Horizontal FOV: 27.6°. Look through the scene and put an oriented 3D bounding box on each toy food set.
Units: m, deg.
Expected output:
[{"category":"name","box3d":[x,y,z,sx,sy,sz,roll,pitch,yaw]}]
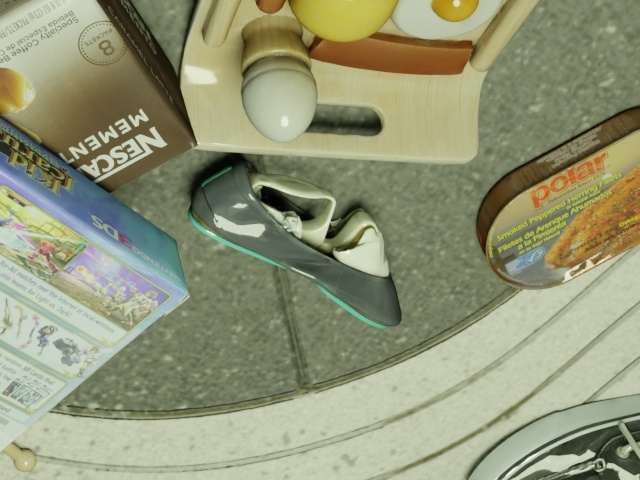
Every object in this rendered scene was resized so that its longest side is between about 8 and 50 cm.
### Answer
[{"category":"toy food set","box3d":[0.050,-0.137,0.776,0.219,0.092,0.306,2,155,-18]}]

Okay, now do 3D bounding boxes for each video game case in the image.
[{"category":"video game case","box3d":[-0.258,0.023,0.762,0.244,0.061,0.269,-39,128,18]}]

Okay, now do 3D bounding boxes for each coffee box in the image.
[{"category":"coffee box","box3d":[-0.220,-0.073,0.802,0.246,0.098,0.141,-27,130,6]}]

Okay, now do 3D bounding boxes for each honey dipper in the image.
[{"category":"honey dipper","box3d":[-0.268,0.134,0.991,0.030,0.030,0.161,-31,130,8]}]

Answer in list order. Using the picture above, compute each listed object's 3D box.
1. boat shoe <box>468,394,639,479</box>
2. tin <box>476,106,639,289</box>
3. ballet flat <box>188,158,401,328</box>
[{"category":"boat shoe","box3d":[0.287,0.211,1.165,0.306,0.105,0.113,-12,129,-8]},{"category":"tin","box3d":[0.209,-0.033,1.002,0.189,0.040,0.106,-28,133,5]},{"category":"ballet flat","box3d":[0.000,0.000,0.945,0.203,0.074,0.074,30,113,-30]}]
